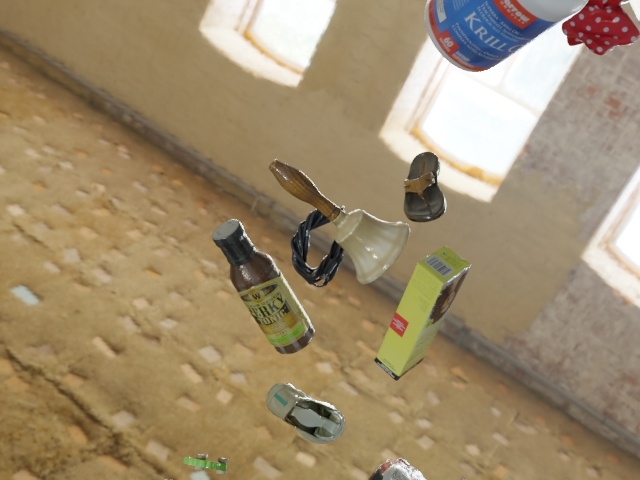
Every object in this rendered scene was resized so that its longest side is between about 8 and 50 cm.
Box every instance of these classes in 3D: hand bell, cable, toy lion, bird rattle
[{"bbox_3d":[0.013,-0.048,1.344,0.242,0.126,0.126,37,-162,-17],"label":"hand bell"},{"bbox_3d":[0.000,0.000,1.777,0.047,0.184,0.150,13,160,45],"label":"cable"},{"bbox_3d":[-0.241,0.452,1.693,0.100,0.034,0.096,-3,161,38],"label":"toy lion"},{"bbox_3d":[0.420,-0.416,1.239,0.253,0.207,0.143,59,-159,5],"label":"bird rattle"}]

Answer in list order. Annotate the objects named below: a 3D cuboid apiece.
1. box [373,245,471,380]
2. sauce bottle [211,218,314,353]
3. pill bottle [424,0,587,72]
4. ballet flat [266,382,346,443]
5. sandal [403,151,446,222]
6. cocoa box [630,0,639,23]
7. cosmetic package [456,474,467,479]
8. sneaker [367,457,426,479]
[{"bbox_3d":[0.162,0.121,1.355,0.058,0.232,0.087,39,-136,23],"label":"box"},{"bbox_3d":[-0.132,0.105,1.861,0.344,0.111,0.111,59,-174,-29],"label":"sauce bottle"},{"bbox_3d":[0.229,-0.291,0.951,0.124,0.221,0.124,8,-108,-26],"label":"pill bottle"},{"bbox_3d":[-0.009,0.350,1.618,0.248,0.086,0.086,35,-169,-43],"label":"ballet flat"},{"bbox_3d":[0.210,-0.119,1.710,0.060,0.090,0.219,58,-150,-38],"label":"sandal"},{"bbox_3d":[0.826,-0.554,1.785,0.228,0.231,0.347,26,-150,0],"label":"cocoa box"},{"bbox_3d":[0.257,0.629,1.781,0.127,0.238,0.107,48,178,12],"label":"cosmetic package"},{"bbox_3d":[0.154,0.455,1.436,0.145,0.090,0.270,38,-176,19],"label":"sneaker"}]
